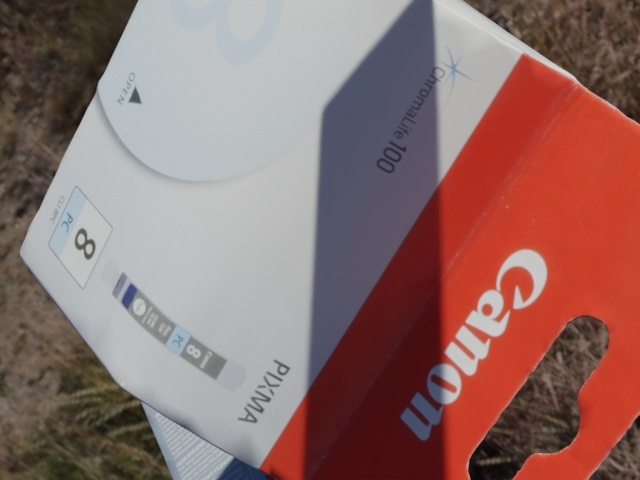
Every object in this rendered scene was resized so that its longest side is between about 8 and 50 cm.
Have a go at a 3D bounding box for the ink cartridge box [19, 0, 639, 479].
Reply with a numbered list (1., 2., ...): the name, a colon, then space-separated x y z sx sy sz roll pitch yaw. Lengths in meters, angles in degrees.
1. ink cartridge box: 0.000 0.000 0.596 0.385 0.091 0.308 45 113 33

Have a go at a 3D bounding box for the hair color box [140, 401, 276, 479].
1. hair color box: -0.087 0.180 1.138 0.113 0.185 0.374 -43 59 22
